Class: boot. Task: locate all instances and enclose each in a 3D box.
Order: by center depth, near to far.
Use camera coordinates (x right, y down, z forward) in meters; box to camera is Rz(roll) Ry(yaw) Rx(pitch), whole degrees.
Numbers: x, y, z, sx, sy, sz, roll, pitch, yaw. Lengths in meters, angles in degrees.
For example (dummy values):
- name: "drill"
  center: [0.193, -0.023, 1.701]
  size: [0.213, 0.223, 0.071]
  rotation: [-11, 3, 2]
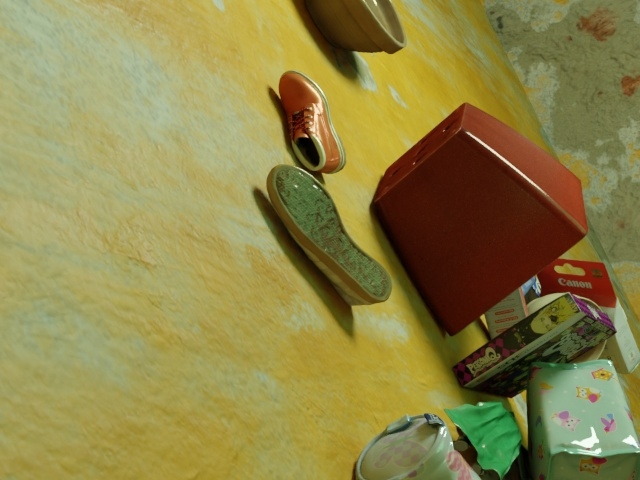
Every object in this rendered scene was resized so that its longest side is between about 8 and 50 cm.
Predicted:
- name: "boot"
  center: [-0.021, -0.164, 1.543]
  size: [0.157, 0.059, 0.085]
  rotation: [63, 24, 5]

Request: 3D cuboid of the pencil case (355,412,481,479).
- name: "pencil case"
  center: [0.149, 0.315, 1.206]
  size: [0.273, 0.113, 0.124]
  rotation: [55, 0, -15]

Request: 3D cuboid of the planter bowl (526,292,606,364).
- name: "planter bowl"
  center: [0.442, 0.167, 2.113]
  size: [0.162, 0.162, 0.109]
  rotation: [51, -5, -25]

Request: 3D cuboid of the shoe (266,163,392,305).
- name: "shoe"
  center: [0.000, 0.000, 1.376]
  size: [0.219, 0.058, 0.076]
  rotation: [50, 52, -16]

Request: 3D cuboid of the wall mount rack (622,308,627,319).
- name: "wall mount rack"
  center: [0.554, 0.068, 2.479]
  size: [0.304, 0.131, 0.350]
  rotation: [59, 9, 3]

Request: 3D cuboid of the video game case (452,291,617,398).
- name: "video game case"
  center: [0.335, 0.167, 1.728]
  size: [0.232, 0.210, 0.041]
  rotation: [25, 34, -60]

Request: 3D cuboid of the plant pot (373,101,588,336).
- name: "plant pot"
  center: [0.233, -0.058, 1.759]
  size: [0.236, 0.267, 0.267]
  rotation: [46, 22, -9]

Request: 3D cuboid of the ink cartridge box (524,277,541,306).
- name: "ink cartridge box"
  center: [0.428, 0.108, 2.292]
  size: [0.207, 0.046, 0.097]
  rotation: [50, 21, -28]

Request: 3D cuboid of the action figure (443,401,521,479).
- name: "action figure"
  center: [0.231, 0.272, 1.544]
  size: [0.137, 0.063, 0.232]
  rotation: [61, 23, 8]

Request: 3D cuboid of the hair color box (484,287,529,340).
- name: "hair color box"
  center: [0.313, 0.106, 1.920]
  size: [0.043, 0.072, 0.141]
  rotation: [-59, 134, -70]

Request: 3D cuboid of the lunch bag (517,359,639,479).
- name: "lunch bag"
  center: [0.377, 0.342, 1.662]
  size: [0.223, 0.160, 0.262]
  rotation: [-86, 176, -58]

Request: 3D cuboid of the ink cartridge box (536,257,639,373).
- name: "ink cartridge box"
  center: [0.498, 0.145, 2.170]
  size: [0.066, 0.189, 0.232]
  rotation: [-45, 119, -28]

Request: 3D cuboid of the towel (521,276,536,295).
- name: "towel"
  center: [0.307, -0.011, 2.119]
  size: [0.285, 0.034, 0.209]
  rotation: [60, 32, -2]

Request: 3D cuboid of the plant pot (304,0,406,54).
- name: "plant pot"
  center: [0.046, -0.419, 1.983]
  size: [0.237, 0.110, 0.237]
  rotation: [51, 22, -29]
